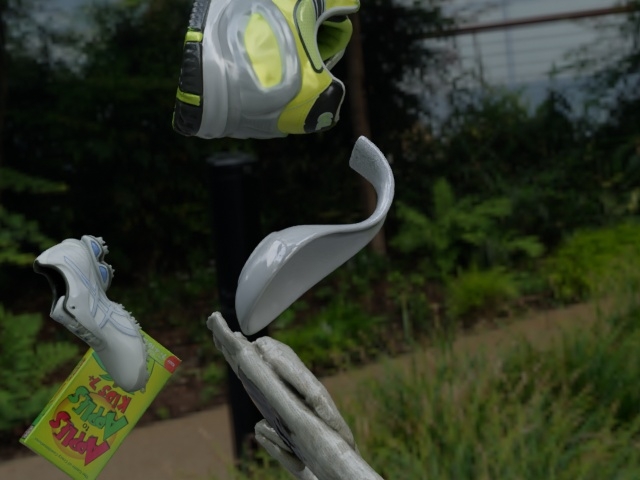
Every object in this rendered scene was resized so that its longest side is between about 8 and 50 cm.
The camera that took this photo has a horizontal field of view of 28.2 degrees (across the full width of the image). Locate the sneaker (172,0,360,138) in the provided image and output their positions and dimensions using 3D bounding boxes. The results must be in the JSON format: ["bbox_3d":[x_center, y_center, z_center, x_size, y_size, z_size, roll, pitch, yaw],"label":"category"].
[{"bbox_3d":[-0.042,-0.223,1.198,0.147,0.145,0.384,11,49,-5],"label":"sneaker"}]

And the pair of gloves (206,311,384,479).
[{"bbox_3d":[0.003,0.163,0.829,0.042,0.204,0.240,-31,-31,-12],"label":"pair of gloves"}]

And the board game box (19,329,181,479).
[{"bbox_3d":[-0.253,0.185,1.472,0.181,0.092,0.043,-55,14,-17],"label":"board game box"}]

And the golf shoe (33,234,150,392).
[{"bbox_3d":[-0.242,0.084,1.321,0.086,0.176,0.069,-19,-11,-47],"label":"golf shoe"}]

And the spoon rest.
[{"bbox_3d":[0.000,0.000,1.397,0.084,0.137,0.276,33,57,11],"label":"spoon rest"}]
